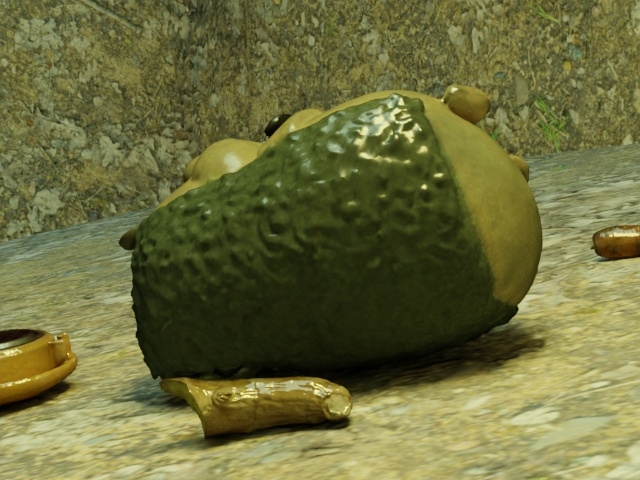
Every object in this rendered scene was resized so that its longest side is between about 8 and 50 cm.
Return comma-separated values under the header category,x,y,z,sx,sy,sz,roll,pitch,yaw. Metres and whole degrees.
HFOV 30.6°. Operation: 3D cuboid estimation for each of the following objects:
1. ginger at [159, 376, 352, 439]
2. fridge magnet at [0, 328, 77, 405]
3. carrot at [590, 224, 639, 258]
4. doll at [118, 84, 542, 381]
category,x,y,z,sx,sy,sz,roll,pitch,yaw
ginger,-0.046,0.116,0.824,0.137,0.044,0.057,-2,-37,2
fridge magnet,-0.299,0.120,1.094,0.143,0.063,0.143,-8,9,1
carrot,0.368,-0.004,1.238,0.165,0.036,0.035,-6,7,19
doll,0.000,0.000,0.967,0.349,0.247,0.247,-23,3,17
